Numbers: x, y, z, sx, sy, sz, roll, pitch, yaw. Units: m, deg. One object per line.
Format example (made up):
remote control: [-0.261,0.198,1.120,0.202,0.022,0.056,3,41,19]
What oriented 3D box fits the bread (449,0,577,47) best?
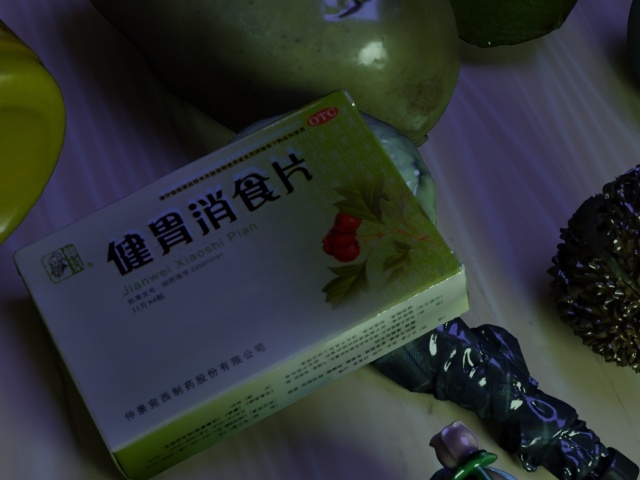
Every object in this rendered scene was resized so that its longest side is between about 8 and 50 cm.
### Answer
bread: [0.149,-0.344,1.816,0.382,0.129,0.366,-2,45,-38]

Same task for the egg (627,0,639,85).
egg: [0.399,-0.210,1.797,0.169,0.169,0.236,26,38,-6]

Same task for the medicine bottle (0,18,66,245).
medicine bottle: [-0.364,-0.143,1.145,0.384,0.224,0.224,44,38,18]

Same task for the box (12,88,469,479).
box: [-0.054,0.028,1.183,0.260,0.062,0.175,-27,58,-7]

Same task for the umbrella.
umbrella: [0.144,0.119,1.330,0.224,0.080,0.071,35,2,1]

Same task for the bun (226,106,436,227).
bun: [0.000,0.000,1.299,0.195,0.118,0.195,-6,55,9]

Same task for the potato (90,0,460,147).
potato: [-0.035,-0.195,1.428,0.326,0.221,0.243,38,-6,9]

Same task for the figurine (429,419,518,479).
figurine: [0.080,0.197,1.136,0.178,0.144,0.114,-14,51,-29]

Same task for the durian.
durian: [0.282,0.025,1.427,0.167,0.196,0.196,23,37,-13]
